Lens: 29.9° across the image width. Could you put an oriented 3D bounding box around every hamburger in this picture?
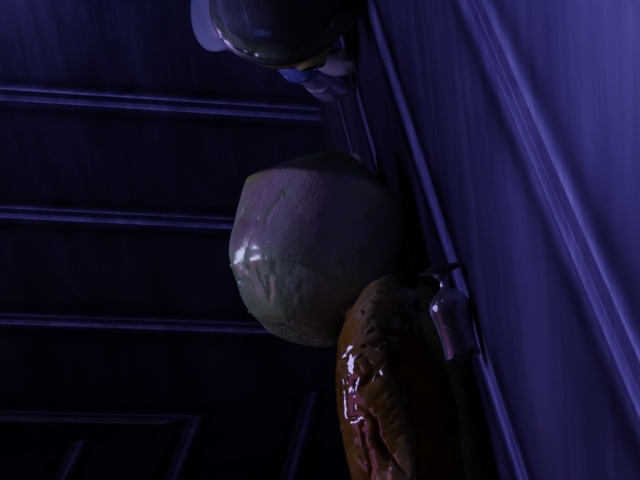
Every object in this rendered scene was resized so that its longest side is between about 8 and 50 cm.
[{"bbox_3d":[0.086,0.176,1.191,0.211,0.133,0.308,71,-172,-78],"label":"hamburger"}]

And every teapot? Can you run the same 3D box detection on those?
[{"bbox_3d":[-0.085,-0.351,1.358,0.337,0.271,0.200,76,-146,-69],"label":"teapot"}]

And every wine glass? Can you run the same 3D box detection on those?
[{"bbox_3d":[0.110,0.062,1.018,0.039,0.042,0.083,3,-110,-61],"label":"wine glass"}]

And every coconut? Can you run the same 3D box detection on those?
[{"bbox_3d":[0.000,0.000,1.394,0.205,0.236,0.235,-22,79,59],"label":"coconut"}]

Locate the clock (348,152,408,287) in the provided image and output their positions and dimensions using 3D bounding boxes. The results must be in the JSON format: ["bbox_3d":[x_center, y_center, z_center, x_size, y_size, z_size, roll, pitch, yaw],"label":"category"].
[{"bbox_3d":[0.062,0.061,1.709,0.284,0.114,0.309,-105,2,-48],"label":"clock"}]

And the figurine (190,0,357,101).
[{"bbox_3d":[-0.055,-0.292,1.706,0.382,0.205,0.224,56,-155,-53],"label":"figurine"}]
